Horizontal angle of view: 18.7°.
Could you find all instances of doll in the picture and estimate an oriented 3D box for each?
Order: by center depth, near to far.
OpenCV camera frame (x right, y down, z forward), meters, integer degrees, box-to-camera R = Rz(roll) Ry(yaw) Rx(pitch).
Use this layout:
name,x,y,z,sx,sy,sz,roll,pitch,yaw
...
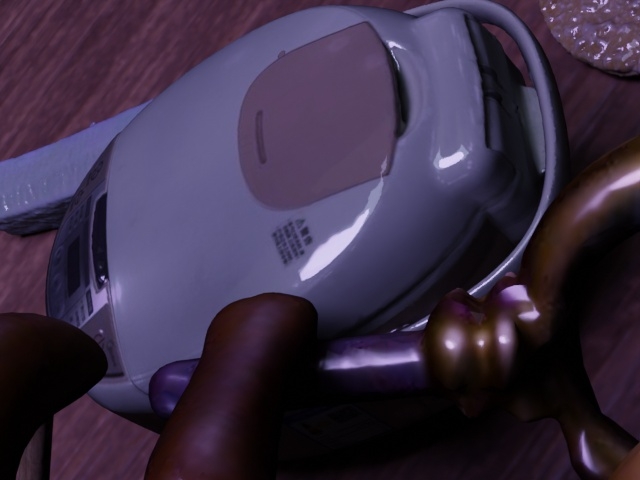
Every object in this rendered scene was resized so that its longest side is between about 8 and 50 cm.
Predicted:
name,x,y,z,sx,sy,sz,roll,pitch,yaw
doll,0.026,0.132,0.558,0.340,0.209,0.317,-9,84,34

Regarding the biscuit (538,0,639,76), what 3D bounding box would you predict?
name,x,y,z,sx,sy,sz,roll,pitch,yaw
biscuit,0.138,-0.114,0.752,0.120,0.015,0.120,-19,52,26

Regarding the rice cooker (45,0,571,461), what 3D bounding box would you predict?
name,x,y,z,sx,sy,sz,roll,pitch,yaw
rice cooker,0.000,0.000,0.702,0.206,0.127,0.145,-21,51,20

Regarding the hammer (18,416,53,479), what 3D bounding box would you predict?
name,x,y,z,sx,sy,sz,roll,pitch,yaw
hammer,-0.103,0.124,0.684,0.017,0.182,0.062,-9,37,-26

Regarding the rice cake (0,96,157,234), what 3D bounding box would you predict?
name,x,y,z,sx,sy,sz,roll,pitch,yaw
rice cake,-0.074,-0.045,0.852,0.180,0.030,0.042,-19,57,26
